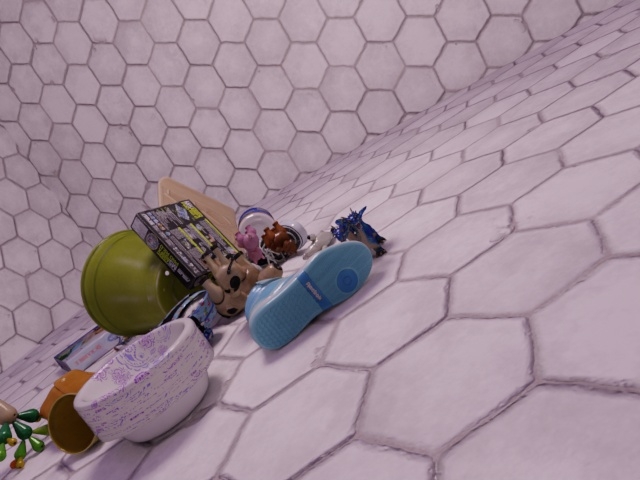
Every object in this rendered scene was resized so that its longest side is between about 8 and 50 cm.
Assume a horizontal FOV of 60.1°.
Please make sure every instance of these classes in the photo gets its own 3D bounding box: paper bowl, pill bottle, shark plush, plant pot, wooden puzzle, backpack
[{"bbox_3d":[-0.350,0.302,1.157,0.284,0.148,0.284,-30,13,7],"label":"paper bowl"},{"bbox_3d":[-0.253,-0.052,2.208,0.152,0.152,0.272,-32,13,-2],"label":"pill bottle"},{"bbox_3d":[0.000,0.000,1.674,0.161,0.073,0.067,-55,-4,-48],"label":"shark plush"},{"bbox_3d":[-0.516,0.143,1.786,0.352,0.367,0.366,-1,31,43],"label":"plant pot"},{"bbox_3d":[-0.433,-0.058,1.952,0.081,0.322,0.348,-53,30,20],"label":"wooden puzzle"},{"bbox_3d":[-0.542,0.412,1.282,0.134,0.134,0.095,-29,-10,13],"label":"plant pot"},{"bbox_3d":[-0.342,0.219,1.454,0.158,0.117,0.173,-18,29,50],"label":"backpack"}]

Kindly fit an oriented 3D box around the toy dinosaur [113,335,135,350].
[{"bbox_3d":[-0.715,0.371,2.019,0.082,0.047,0.090,-44,-17,-14],"label":"toy dinosaur"}]

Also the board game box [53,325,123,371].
[{"bbox_3d":[-0.878,0.394,2.196,0.318,0.066,0.317,-40,16,-31],"label":"board game box"}]

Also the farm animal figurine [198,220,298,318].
[{"bbox_3d":[-0.199,0.105,1.493,0.327,0.172,0.330,-45,-11,36],"label":"farm animal figurine"}]

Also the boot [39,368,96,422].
[{"bbox_3d":[-0.590,0.368,1.451,0.211,0.104,0.295,15,52,43],"label":"boot"}]

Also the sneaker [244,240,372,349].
[{"bbox_3d":[-0.044,0.100,1.252,0.318,0.127,0.208,-34,15,-14],"label":"sneaker"}]

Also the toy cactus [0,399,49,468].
[{"bbox_3d":[-0.795,0.490,1.453,0.112,0.180,0.219,-48,-1,29],"label":"toy cactus"}]

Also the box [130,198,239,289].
[{"bbox_3d":[-0.392,0.004,1.643,0.216,0.270,0.060,-27,-23,-55],"label":"box"}]

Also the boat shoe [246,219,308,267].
[{"bbox_3d":[-0.155,0.024,1.809,0.306,0.113,0.105,-20,24,50],"label":"boat shoe"}]

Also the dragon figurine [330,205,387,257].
[{"bbox_3d":[0.093,-0.032,1.368,0.085,0.144,0.289,-28,14,14],"label":"dragon figurine"}]
